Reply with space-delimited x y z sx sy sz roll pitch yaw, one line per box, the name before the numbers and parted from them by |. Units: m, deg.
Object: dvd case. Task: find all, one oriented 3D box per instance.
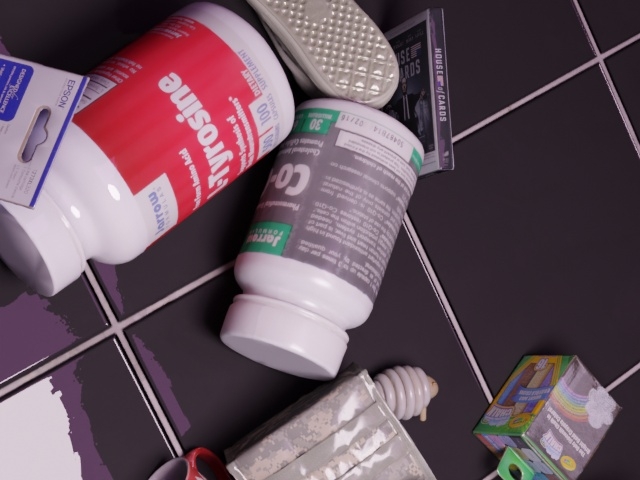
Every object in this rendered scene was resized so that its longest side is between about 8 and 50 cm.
dvd case | 0.140 -0.211 1.906 0.029 0.179 0.239 -2 85 -23

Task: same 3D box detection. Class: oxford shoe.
oxford shoe | -0.042 -0.370 1.863 0.169 0.130 0.449 -32 85 -10

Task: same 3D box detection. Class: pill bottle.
pill bottle | -0.246 -0.117 1.655 0.407 0.229 0.229 -41 104 -26
pill bottle | 0.000 0.000 1.792 0.204 0.204 0.361 28 71 -24

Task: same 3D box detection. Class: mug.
mug | -0.148 0.373 1.726 0.169 0.113 0.150 43 68 -22

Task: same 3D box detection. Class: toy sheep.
toy sheep | 0.117 0.230 1.902 0.132 0.091 0.091 -10 90 -24

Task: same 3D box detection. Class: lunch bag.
lunch bag | 0.036 0.353 1.746 0.235 0.169 0.287 -33 93 -5

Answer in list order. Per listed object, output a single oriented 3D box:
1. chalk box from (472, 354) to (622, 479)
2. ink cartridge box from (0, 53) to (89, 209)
chalk box | 0.343 0.300 1.992 0.132 0.132 0.213 48 66 -17
ink cartridge box | -0.465 -0.152 1.514 0.371 0.069 0.176 15 73 15
